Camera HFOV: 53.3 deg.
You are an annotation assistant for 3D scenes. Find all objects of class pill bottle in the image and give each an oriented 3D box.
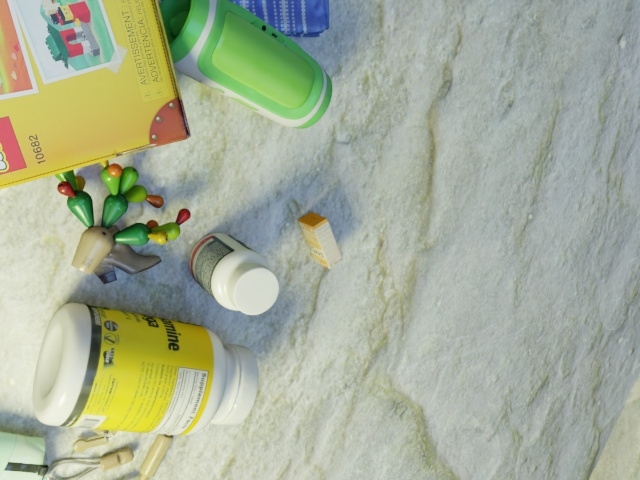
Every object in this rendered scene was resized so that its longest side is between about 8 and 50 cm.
[{"bbox_3d":[-0.279,0.222,1.062,0.333,0.188,0.188,17,96,-35],"label":"pill bottle"},{"bbox_3d":[-0.147,0.059,1.094,0.107,0.180,0.108,-10,110,-28],"label":"pill bottle"}]

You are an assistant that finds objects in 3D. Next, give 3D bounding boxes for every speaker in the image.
[{"bbox_3d":[-0.116,-0.283,1.015,0.296,0.131,0.131,21,94,-45],"label":"speaker"}]

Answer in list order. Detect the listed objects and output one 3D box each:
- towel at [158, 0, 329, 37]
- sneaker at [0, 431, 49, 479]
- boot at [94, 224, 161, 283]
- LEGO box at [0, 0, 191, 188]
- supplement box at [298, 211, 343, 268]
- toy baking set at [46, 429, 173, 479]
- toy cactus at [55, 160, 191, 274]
[{"bbox_3d":[-0.133,-0.454,1.026,0.335,0.040,0.244,-10,109,-28],"label":"towel"},{"bbox_3d":[-0.529,0.433,1.034,0.151,0.094,0.256,15,98,-37],"label":"sneaker"},{"bbox_3d":[-0.330,0.016,1.057,0.118,0.042,0.087,-24,107,-34],"label":"boot"},{"bbox_3d":[-0.419,-0.327,0.798,0.372,0.193,0.501,-21,115,-25],"label":"LEGO box"},{"bbox_3d":[0.000,0.000,1.236,0.036,0.062,0.099,-32,119,-20],"label":"supplement box"},{"bbox_3d":[-0.376,0.385,1.154,0.196,0.030,0.256,23,92,-31],"label":"toy baking set"},{"bbox_3d":[-0.323,-0.031,0.996,0.219,0.112,0.181,33,77,-36],"label":"toy cactus"}]
